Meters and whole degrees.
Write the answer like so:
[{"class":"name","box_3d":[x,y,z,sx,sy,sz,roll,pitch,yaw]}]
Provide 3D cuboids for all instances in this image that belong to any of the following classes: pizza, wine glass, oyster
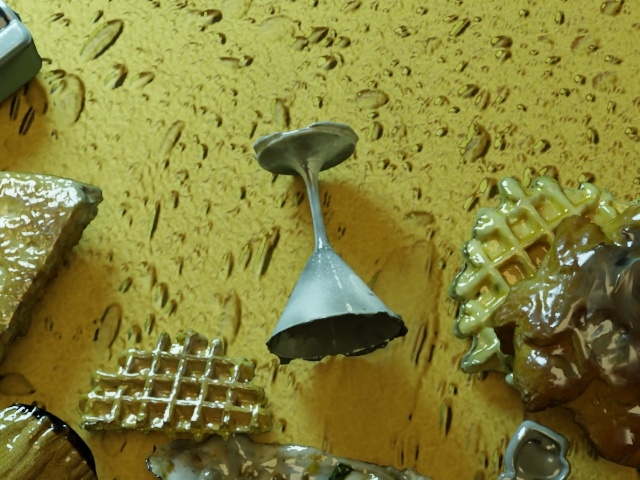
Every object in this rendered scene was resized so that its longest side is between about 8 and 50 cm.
[{"class":"pizza","box_3d":[-0.404,0.011,1.519,0.258,0.087,0.268,24,71,12]},{"class":"wine glass","box_3d":[0.000,0.000,1.501,0.156,0.156,0.232,-8,69,-4]},{"class":"oyster","box_3d":[-0.034,0.266,1.447,0.294,0.094,0.166,21,56,18]}]

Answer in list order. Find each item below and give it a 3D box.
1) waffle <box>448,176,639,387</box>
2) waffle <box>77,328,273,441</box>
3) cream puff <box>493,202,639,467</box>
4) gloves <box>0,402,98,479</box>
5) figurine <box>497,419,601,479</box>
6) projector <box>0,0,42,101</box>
[{"class":"waffle","box_3d":[0.267,0.054,1.531,0.250,0.056,0.261,10,73,3]},{"class":"waffle","box_3d":[-0.157,0.171,1.473,0.192,0.046,0.160,-25,56,-13]},{"class":"cream puff","box_3d":[0.302,0.085,1.412,0.241,0.155,0.269,21,76,-1]},{"class":"gloves","box_3d":[-0.374,0.304,1.360,0.356,0.203,0.155,-36,59,-18]},{"class":"figurine","box_3d":[0.229,0.361,1.365,0.285,0.167,0.342,-21,109,-3]},{"class":"projector","box_3d":[-0.464,-0.241,1.597,0.192,0.099,0.256,-41,76,-12]}]
